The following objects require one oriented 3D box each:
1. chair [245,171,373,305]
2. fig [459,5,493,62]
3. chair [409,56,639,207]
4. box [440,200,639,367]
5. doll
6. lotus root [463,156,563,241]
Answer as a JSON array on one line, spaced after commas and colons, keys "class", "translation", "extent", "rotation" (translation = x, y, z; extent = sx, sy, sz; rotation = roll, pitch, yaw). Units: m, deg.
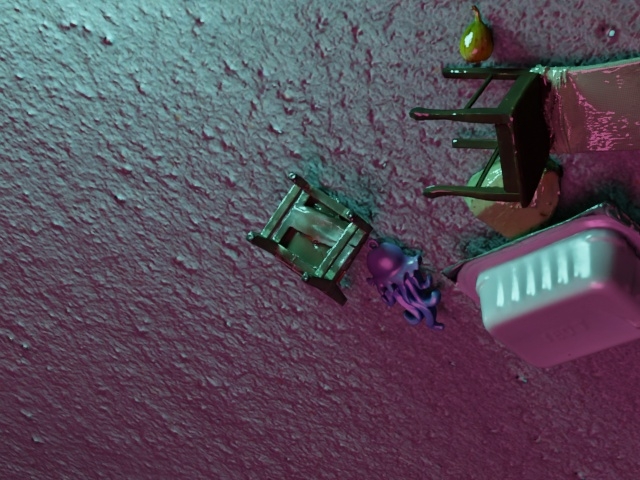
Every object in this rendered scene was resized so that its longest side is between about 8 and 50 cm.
[{"class": "chair", "translation": [0.000, 0.000, 1.935], "extent": [0.136, 0.147, 0.270], "rotation": [35, 180, 18]}, {"class": "fig", "translation": [0.219, -0.291, 1.632], "extent": [0.050, 0.050, 0.083], "rotation": [5, 116, 22]}, {"class": "chair", "translation": [0.307, -0.154, 1.615], "extent": [0.319, 0.186, 0.160], "rotation": [4, 124, 26]}, {"class": "box", "translation": [0.389, 0.097, 1.800], "extent": [0.264, 0.106, 0.336], "rotation": [37, 136, -29]}, {"class": "doll", "translation": [0.143, 0.077, 1.971], "extent": [0.110, 0.067, 0.206], "rotation": [-28, 107, 29]}, {"class": "lotus root", "translation": [0.300, -0.069, 1.765], "extent": [0.143, 0.070, 0.144], "rotation": [30, 134, -1]}]
